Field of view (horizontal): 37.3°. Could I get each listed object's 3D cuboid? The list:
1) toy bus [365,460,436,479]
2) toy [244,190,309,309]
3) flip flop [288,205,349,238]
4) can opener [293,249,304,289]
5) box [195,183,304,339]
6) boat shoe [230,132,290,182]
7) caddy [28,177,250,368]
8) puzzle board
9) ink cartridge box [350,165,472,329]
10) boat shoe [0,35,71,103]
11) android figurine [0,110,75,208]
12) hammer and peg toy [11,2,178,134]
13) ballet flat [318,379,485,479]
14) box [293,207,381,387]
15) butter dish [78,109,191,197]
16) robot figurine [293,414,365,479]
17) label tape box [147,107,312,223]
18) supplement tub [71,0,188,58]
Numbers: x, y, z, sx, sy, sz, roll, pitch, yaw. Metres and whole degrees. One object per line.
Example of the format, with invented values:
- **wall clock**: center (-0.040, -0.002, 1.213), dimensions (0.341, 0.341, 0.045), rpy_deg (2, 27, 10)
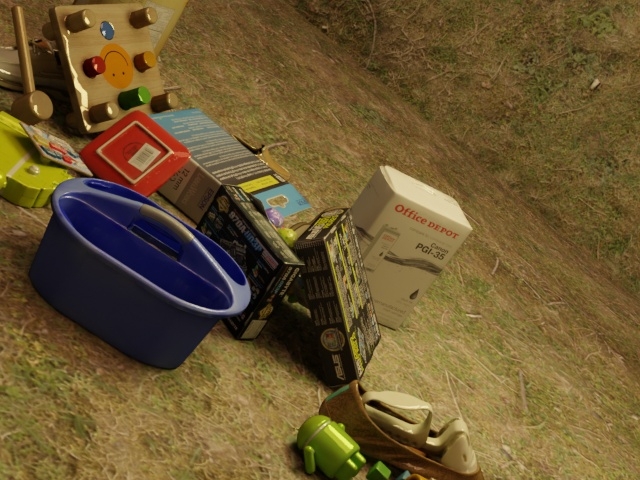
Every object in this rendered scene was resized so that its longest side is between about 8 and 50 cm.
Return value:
- **toy bus**: center (0.140, 0.393, 1.376), dimensions (0.191, 0.104, 0.202), rpy_deg (49, 23, 17)
- **toy**: center (-0.074, 0.005, 1.743), dimensions (0.137, 0.056, 0.237), rpy_deg (27, -38, 58)
- **flip flop**: center (0.000, 0.000, 2.013), dimensions (0.080, 0.112, 0.277), rpy_deg (37, 25, 18)
- **can opener**: center (-0.058, 0.030, 1.849), dimensions (0.073, 0.059, 0.186), rpy_deg (26, -29, 53)
- **box**: center (-0.143, 0.036, 1.645), dimensions (0.051, 0.175, 0.220), rpy_deg (5, 36, -47)
- **boat shoe**: center (-0.146, -0.196, 2.266), dimensions (0.190, 0.072, 0.068), rpy_deg (24, 24, -25)
- **caddy**: center (-0.273, 0.034, 1.462), dimensions (0.341, 0.179, 0.241), rpy_deg (33, 21, -3)
- **puzzle board**: center (-0.468, -0.163, 1.685), dimensions (0.096, 0.011, 0.128), rpy_deg (49, 11, 28)
- **ink cartridge box**: center (0.140, 0.017, 1.942), dimensions (0.207, 0.283, 0.117), rpy_deg (23, 24, -25)
- **boat shoe**: center (-0.588, -0.366, 1.949), dimensions (0.302, 0.103, 0.113), rpy_deg (7, 34, -49)
- **android figurine**: center (-0.544, -0.144, 1.617), dimensions (0.273, 0.056, 0.248), rpy_deg (29, 22, -8)
- **hammer and peg toy**: center (-0.455, -0.351, 1.897), dimensions (0.361, 0.127, 0.265), rpy_deg (-22, 101, -55)
- **ballet flat**: center (0.162, 0.323, 1.549), dimensions (0.342, 0.124, 0.116), rpy_deg (30, 22, -12)
- **box**: center (0.035, 0.096, 1.707), dimensions (0.216, 0.060, 0.270), rpy_deg (-50, 128, -68)
- **butter dish**: center (-0.351, -0.139, 1.812), dimensions (0.160, 0.118, 0.160), rpy_deg (39, 64, 14)
- **robot figurine**: center (0.012, 0.312, 1.435), dimensions (0.115, 0.067, 0.101), rpy_deg (41, 34, 17)
- **label tape box**: center (-0.215, -0.126, 1.975), dimensions (0.348, 0.115, 0.249), rpy_deg (41, 23, 9)
- **supplement tub**: center (-0.452, -0.533, 2.202), dimensions (0.228, 0.316, 0.228), rpy_deg (29, 22, -13)
